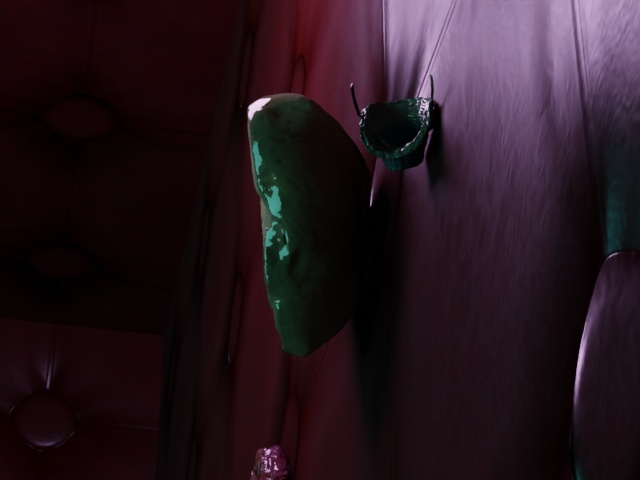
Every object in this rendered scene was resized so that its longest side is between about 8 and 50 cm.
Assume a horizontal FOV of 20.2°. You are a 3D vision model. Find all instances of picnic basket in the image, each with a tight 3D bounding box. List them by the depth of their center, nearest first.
[{"bbox_3d":[0.062,-0.096,1.423,0.083,0.065,0.083,-80,-20,-54],"label":"picnic basket"}]

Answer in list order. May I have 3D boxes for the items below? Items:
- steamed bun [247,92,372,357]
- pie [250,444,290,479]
[{"bbox_3d":[-0.005,-0.029,1.633,0.231,0.110,0.212,-101,2,-55],"label":"steamed bun"},{"bbox_3d":[-0.061,0.301,1.997,0.154,0.036,0.154,-174,90,-82],"label":"pie"}]
